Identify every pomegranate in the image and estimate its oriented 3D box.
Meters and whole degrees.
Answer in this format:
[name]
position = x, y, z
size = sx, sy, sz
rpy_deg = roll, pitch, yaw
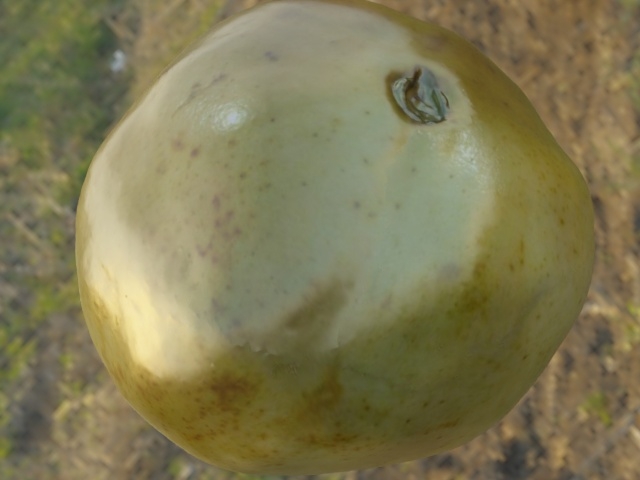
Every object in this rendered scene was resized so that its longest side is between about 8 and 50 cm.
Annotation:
[pomegranate]
position = 0.002, -0.003, 0.878
size = 0.233, 0.233, 0.233
rpy_deg = -27, 37, 23
